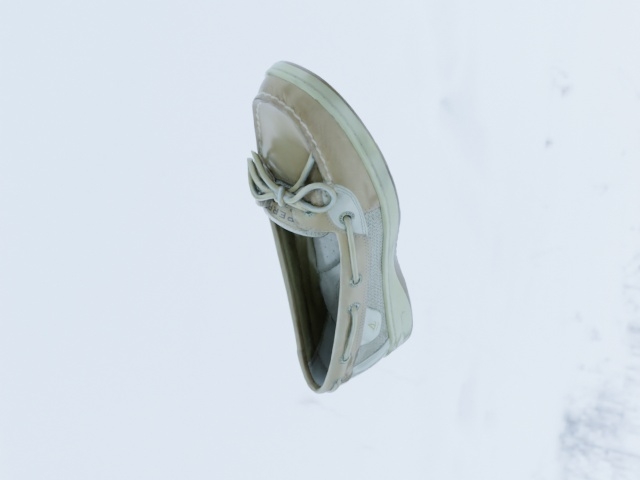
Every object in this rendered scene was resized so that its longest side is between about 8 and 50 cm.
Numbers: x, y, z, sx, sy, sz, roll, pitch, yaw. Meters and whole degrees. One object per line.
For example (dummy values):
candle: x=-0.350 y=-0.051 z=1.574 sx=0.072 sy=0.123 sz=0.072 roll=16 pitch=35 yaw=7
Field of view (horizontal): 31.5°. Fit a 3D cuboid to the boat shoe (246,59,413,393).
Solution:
boat shoe: x=-0.001 y=0.000 z=0.459 sx=0.048 sy=0.056 sz=0.153 roll=-39 pitch=139 yaw=-25
